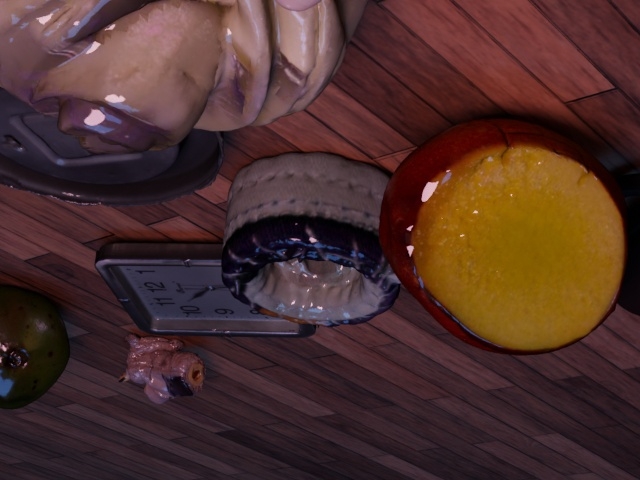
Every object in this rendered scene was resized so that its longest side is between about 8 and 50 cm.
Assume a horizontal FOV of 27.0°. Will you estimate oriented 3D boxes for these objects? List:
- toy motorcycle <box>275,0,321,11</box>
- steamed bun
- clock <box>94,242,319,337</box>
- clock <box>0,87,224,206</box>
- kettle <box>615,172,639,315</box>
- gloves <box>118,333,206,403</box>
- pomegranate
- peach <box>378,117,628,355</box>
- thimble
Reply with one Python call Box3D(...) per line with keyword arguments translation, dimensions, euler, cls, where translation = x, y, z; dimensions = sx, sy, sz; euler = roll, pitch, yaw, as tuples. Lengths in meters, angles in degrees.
Box3D(translation=(-0.019, -0.282, 0.947), dimensions=(0.341, 0.222, 0.108), euler=(16, -167, -24), cls="toy motorcycle")
Box3D(translation=(-0.153, -0.185, 1.131), dimensions=(0.394, 0.237, 0.346), euler=(5, 155, -1), cls="steamed bun")
Box3D(translation=(-0.153, 0.067, 1.890), dimensions=(0.279, 0.049, 0.273), euler=(1, 154, 10), cls="clock")
Box3D(translation=(-0.262, -0.136, 1.459), dimensions=(0.325, 0.067, 0.325), euler=(5, 155, 2), cls="clock")
Box3D(translation=(0.405, 0.003, 1.545), dimensions=(0.202, 0.144, 0.232), euler=(32, 152, -9), cls="kettle")
Box3D(translation=(-0.251, 0.205, 2.155), dimensions=(0.144, 0.094, 0.110), euler=(19, 150, 18), cls="gloves")
Box3D(translation=(-0.481, 0.157, 2.033), dimensions=(0.187, 0.187, 0.225), euler=(17, 176, -23), cls="pomegranate")
Box3D(translation=(0.178, -0.008, 1.434), dimensions=(0.275, 0.248, 0.245), euler=(27, 159, -28), cls="peach")
Box3D(translation=(0.000, 0.000, 1.601), dimensions=(0.237, 0.150, 0.237), euler=(4, 153, 2), cls="thimble")
